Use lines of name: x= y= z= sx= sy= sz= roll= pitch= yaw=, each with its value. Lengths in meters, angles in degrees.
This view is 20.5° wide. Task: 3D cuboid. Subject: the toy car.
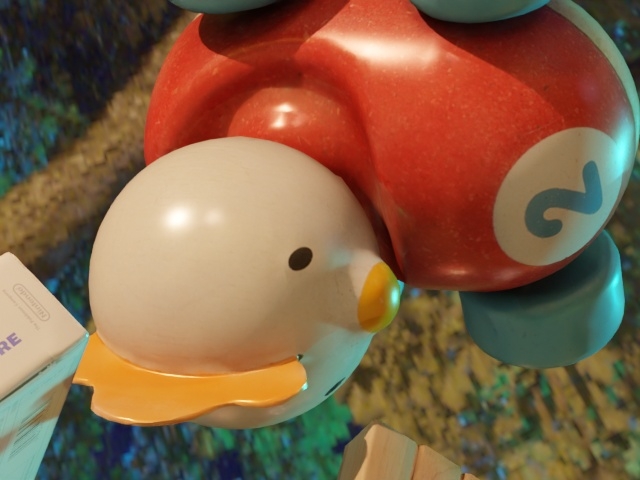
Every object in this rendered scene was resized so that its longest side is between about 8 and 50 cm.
toy car: x=0.000 y=0.000 z=0.692 sx=0.210 sy=0.238 sz=0.219 roll=6 pitch=-48 yaw=24

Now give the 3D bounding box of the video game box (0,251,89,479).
video game box: x=-0.176 y=0.113 z=0.600 sx=0.187 sy=0.048 sz=0.205 roll=-40 pitch=-11 yaw=-33

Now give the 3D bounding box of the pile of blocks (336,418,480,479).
pile of blocks: x=0.042 y=0.241 z=0.582 sx=0.149 sy=0.362 sz=0.112 roll=16 pitch=-47 yaw=-32
